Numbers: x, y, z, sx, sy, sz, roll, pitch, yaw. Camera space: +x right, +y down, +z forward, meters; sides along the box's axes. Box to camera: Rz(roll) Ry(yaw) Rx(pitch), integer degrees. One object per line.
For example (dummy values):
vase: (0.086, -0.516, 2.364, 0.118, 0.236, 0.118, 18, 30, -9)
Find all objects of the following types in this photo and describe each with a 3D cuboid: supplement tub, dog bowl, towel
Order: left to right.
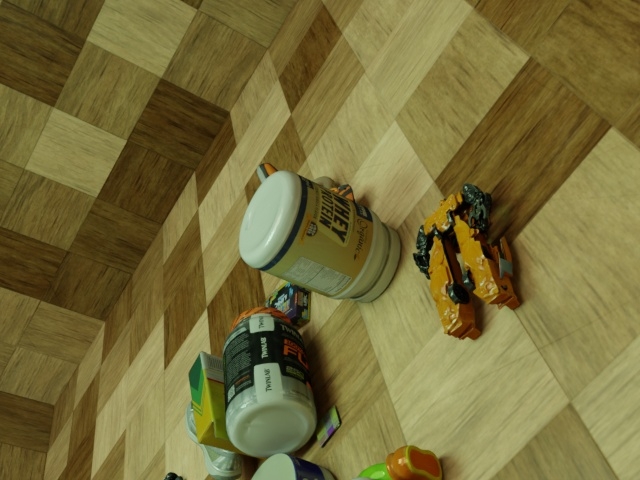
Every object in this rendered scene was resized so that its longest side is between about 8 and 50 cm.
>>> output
supplement tub: (-0.128, 0.326, 1.733, 0.207, 0.207, 0.338, -53, 27, 25)
dog bowl: (-0.078, 0.587, 1.515, 0.265, 0.104, 0.265, -49, 24, 31)
supplement tub: (0.000, 0.000, 1.639, 0.228, 0.316, 0.228, -43, 35, 40)
towel: (0.016, 0.415, 1.618, 0.083, 0.009, 0.060, -55, 27, 21)

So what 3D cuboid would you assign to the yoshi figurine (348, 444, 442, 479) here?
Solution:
yoshi figurine: (0.075, 0.521, 1.297, 0.362, 0.203, 0.203, -35, 78, 25)

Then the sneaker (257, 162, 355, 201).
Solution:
sneaker: (-0.016, -0.109, 1.876, 0.180, 0.321, 0.124, -39, -14, -2)

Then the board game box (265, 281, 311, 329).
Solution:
board game box: (-0.092, 0.185, 1.968, 0.170, 0.048, 0.141, -41, 34, 41)

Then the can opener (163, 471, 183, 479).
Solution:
can opener: (-0.467, 0.782, 2.170, 0.186, 0.059, 0.073, -65, 26, 2)

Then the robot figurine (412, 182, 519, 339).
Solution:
robot figurine: (0.270, 0.032, 1.369, 0.211, 0.085, 0.291, -46, 33, 35)

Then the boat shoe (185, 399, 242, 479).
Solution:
boat shoe: (-0.277, 0.499, 1.914, 0.320, 0.118, 0.103, -135, 54, -60)

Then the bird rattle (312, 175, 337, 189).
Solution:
bird rattle: (-0.028, -0.096, 2.051, 0.207, 0.143, 0.253, -35, 25, 29)

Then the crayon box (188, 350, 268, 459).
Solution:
crayon box: (-0.214, 0.429, 1.821, 0.081, 0.202, 0.318, -58, 26, 18)
